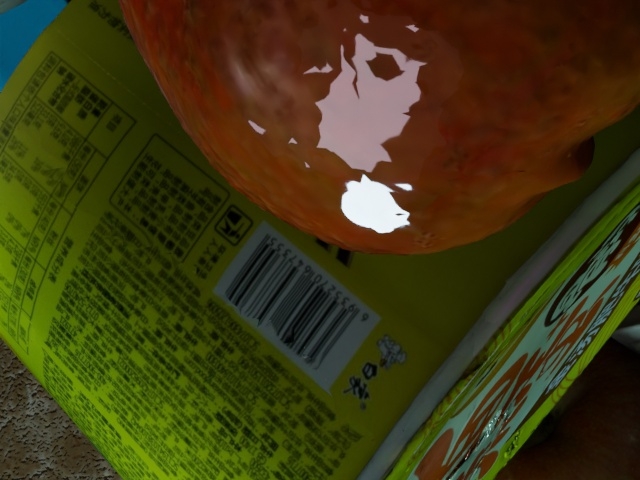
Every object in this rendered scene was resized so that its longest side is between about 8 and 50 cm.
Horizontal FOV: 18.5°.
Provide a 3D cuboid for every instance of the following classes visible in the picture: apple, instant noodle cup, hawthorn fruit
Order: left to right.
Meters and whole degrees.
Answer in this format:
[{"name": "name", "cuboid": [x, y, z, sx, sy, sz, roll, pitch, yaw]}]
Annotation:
[{"name": "instant noodle cup", "cuboid": [0.000, 0.000, 0.844, 0.221, 0.311, 0.311, 40, 169, 13]}, {"name": "hawthorn fruit", "cuboid": [0.009, -0.110, 0.584, 0.225, 0.196, 0.196, 46, 168, 2]}, {"name": "apple", "cuboid": [0.160, 0.148, 1.184, 0.188, 0.188, 0.174, 20, 159, 42]}]

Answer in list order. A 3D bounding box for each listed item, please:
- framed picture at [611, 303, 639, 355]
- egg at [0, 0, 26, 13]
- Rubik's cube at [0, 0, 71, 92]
[{"name": "framed picture", "cuboid": [0.384, 0.144, 1.004, 0.446, 0.028, 0.326, 34, 168, -6]}, {"name": "egg", "cuboid": [-0.203, -0.175, 0.824, 0.231, 0.169, 0.169, 11, 172, -14]}, {"name": "Rubik's cube", "cuboid": [-0.333, -0.136, 1.067, 0.293, 0.288, 0.283, 28, 165, 28]}]
